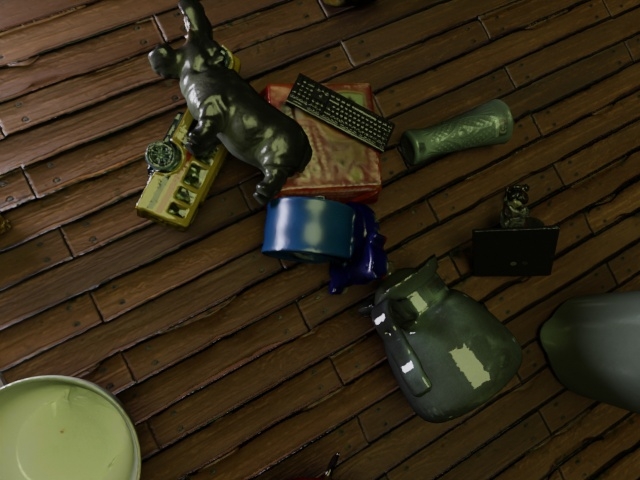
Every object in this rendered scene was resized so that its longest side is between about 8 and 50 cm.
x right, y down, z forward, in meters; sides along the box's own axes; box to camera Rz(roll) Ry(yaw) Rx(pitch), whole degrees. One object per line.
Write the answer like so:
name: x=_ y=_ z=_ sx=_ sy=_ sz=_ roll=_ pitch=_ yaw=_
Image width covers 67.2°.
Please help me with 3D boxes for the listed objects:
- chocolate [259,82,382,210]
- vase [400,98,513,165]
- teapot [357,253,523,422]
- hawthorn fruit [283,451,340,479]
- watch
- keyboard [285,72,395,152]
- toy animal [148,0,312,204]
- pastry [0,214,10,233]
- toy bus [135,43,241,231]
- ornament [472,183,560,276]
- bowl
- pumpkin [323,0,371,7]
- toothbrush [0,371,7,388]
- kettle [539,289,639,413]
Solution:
chocolate: x=-0.001 y=-0.185 z=0.929 sx=0.234 sy=0.108 sz=0.238 roll=-3 pitch=85 yaw=-11
vase: x=0.279 y=-0.219 z=1.002 sx=0.219 sy=0.096 sz=0.096 roll=-18 pitch=87 yaw=-11
teapot: x=0.168 y=0.168 z=0.854 sx=0.305 sy=0.223 sz=0.285 roll=-29 pitch=79 yaw=-40
hawthorn fruit: x=-0.004 y=0.488 z=0.762 sx=0.254 sy=0.254 sz=0.300 roll=15 pitch=92 yaw=-10
watch: x=-0.002 y=-0.005 z=0.864 sx=0.200 sy=0.196 sz=0.171 roll=10 pitch=71 yaw=-18
keyboard: x=0.039 y=-0.233 z=0.884 sx=0.202 sy=0.011 sz=0.067 roll=26 pitch=77 yaw=-7
toy animal: x=-0.161 y=-0.221 z=0.785 sx=0.168 sy=0.106 sz=0.343 roll=-41 pitch=96 yaw=-16
pastry: x=-0.606 y=-0.016 z=0.804 sx=0.140 sy=0.056 sz=0.080 roll=-35 pitch=102 yaw=-16
toy bus: x=-0.223 y=-0.184 z=0.876 sx=0.123 sy=0.121 sz=0.336 roll=27 pitch=77 yaw=-13
ornament: x=0.393 y=-0.041 z=1.000 sx=0.153 sy=0.166 sz=0.196 roll=-1 pitch=51 yaw=16
bowl: x=-0.415 y=0.343 z=0.752 sx=0.277 sy=0.145 sz=0.277 roll=1 pitch=84 yaw=-12
pumpkin: x=0.037 y=-0.573 z=0.989 sx=0.131 sy=0.126 sz=0.248 roll=-33 pitch=71 yaw=-6
toothbrush: x=-0.543 y=0.228 z=0.806 sx=0.017 sy=0.014 sz=0.194 roll=-26 pitch=89 yaw=-12
kettle: x=0.668 y=0.214 z=0.878 sx=0.361 sy=0.376 sz=0.250 roll=10 pitch=81 yaw=-10
